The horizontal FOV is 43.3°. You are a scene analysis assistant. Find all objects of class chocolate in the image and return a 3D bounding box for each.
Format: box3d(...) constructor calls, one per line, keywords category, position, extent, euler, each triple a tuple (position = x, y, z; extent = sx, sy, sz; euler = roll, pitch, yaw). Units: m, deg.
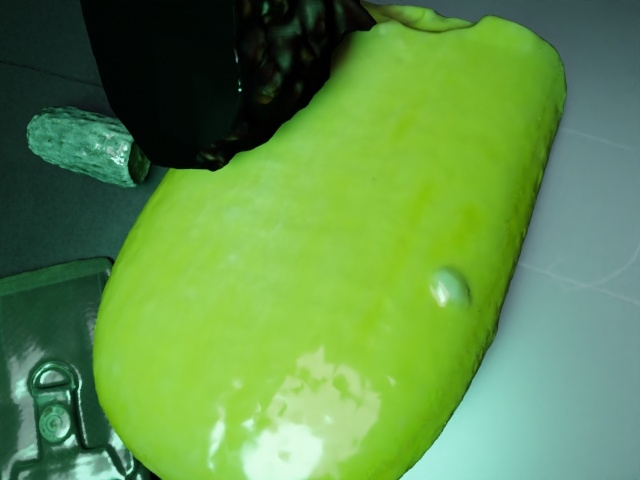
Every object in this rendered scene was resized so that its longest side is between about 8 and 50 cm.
box3d(category="chocolate", position=(-0.055, -0.169, 0.620), extent=(0.224, 0.177, 0.206), euler=(50, 140, 27))

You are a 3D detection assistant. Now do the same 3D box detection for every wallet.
box3d(category="wallet", position=(-0.248, 0.146, 0.743), extent=(0.168, 0.052, 0.245), euler=(-14, 81, 9))

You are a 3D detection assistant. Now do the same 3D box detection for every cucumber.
box3d(category="cucumber", position=(-0.211, -0.087, 0.737), extent=(0.112, 0.064, 0.064), euler=(15, 90, 15))

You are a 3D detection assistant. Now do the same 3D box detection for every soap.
box3d(category="soap", position=(0.001, 0.001, 0.637), extent=(0.306, 0.115, 0.427), euler=(23, 72, 18))
